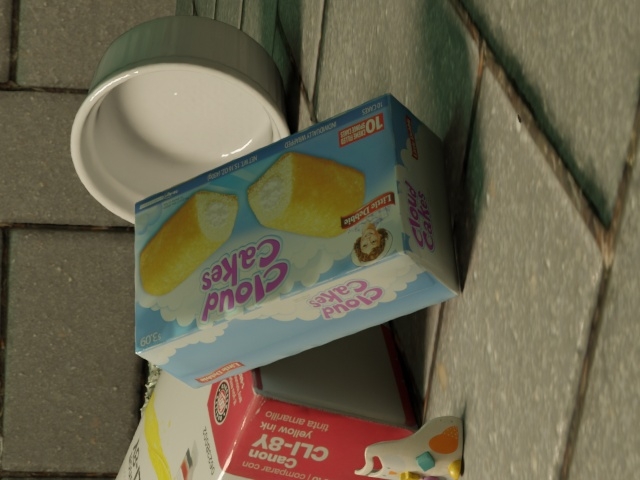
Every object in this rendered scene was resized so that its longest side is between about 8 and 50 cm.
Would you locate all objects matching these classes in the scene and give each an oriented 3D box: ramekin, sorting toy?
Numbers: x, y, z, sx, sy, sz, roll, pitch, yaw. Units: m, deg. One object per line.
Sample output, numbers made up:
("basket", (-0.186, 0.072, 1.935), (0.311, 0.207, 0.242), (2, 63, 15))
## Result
("ramekin", (-0.170, -0.151, 2.218), (0.135, 0.277, 0.277), (-89, 8, -47))
("sorting toy", (0.067, 0.174, 1.379), (0.083, 0.075, 0.045), (109, 161, -59))

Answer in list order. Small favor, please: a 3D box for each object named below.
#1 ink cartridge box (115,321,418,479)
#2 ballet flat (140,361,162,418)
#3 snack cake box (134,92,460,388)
("ink cartridge box", (-0.072, 0.220, 1.671), (0.279, 0.160, 0.384), (-105, 34, -55))
("ballet flat", (-0.196, 0.237, 2.671), (0.409, 0.147, 0.147), (-104, 19, -56))
("snack cake box", (-0.025, 0.005, 1.442), (0.089, 0.264, 0.152), (37, -140, -46))
